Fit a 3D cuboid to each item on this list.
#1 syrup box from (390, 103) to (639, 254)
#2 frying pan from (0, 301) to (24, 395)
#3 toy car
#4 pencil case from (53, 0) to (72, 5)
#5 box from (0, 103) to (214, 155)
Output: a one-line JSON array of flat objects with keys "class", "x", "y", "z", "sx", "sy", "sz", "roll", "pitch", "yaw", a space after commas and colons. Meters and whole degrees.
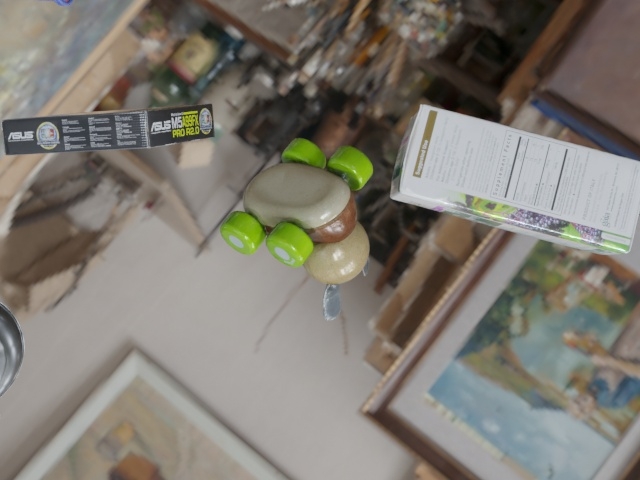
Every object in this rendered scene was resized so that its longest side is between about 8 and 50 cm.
[{"class": "syrup box", "x": 0.196, "y": -0.059, "z": 1.160, "sx": 0.237, "sy": 0.096, "sz": 0.093, "roll": 14, "pitch": 177, "yaw": -2}, {"class": "frying pan", "x": -0.514, "y": 0.105, "z": 1.589, "sx": 0.053, "sy": 0.197, "sz": 0.326, "roll": 37, "pitch": 134, "yaw": 57}, {"class": "toy car", "x": 0.000, "y": 0.000, "z": 1.383, "sx": 0.149, "sy": 0.155, "sz": 0.188, "roll": 14, "pitch": 146, "yaw": 42}, {"class": "pencil case", "x": -0.506, "y": -0.424, "z": 1.681, "sx": 0.306, "sy": 0.119, "sz": 0.133, "roll": 8, "pitch": 155, "yaw": 2}, {"class": "box", "x": -0.338, "y": -0.180, "z": 1.857, "sx": 0.270, "sy": 0.060, "sz": 0.216, "roll": -1, "pitch": -172, "yaw": 24}]
